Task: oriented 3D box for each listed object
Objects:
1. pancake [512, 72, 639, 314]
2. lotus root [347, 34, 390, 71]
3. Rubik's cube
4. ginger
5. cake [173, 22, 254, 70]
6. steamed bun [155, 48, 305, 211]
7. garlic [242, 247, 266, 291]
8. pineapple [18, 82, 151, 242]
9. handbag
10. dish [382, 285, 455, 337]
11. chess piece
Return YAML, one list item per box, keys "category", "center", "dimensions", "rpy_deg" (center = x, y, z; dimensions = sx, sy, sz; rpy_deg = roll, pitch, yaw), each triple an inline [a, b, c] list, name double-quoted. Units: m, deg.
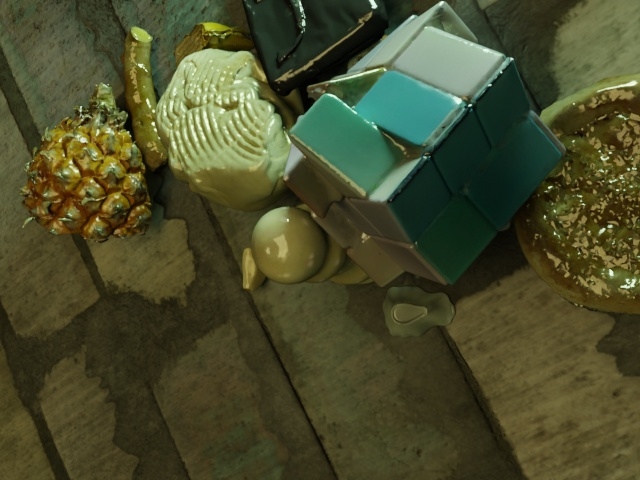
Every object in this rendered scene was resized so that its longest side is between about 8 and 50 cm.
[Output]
- category: "pancake"
  center: [0.459, -0.067, 1.318]
  dimensions: [0.382, 0.071, 0.382]
  rpy_deg: [0, 90, 32]
- category: "lotus root"
  center: [0.107, -0.296, 1.519]
  dimensions: [0.112, 0.081, 0.122]
  rpy_deg: [-37, 74, 19]
- category: "Rubik's cube"
  center: [0.147, -0.141, 1.335]
  dimensions: [0.387, 0.368, 0.358]
  rpy_deg: [-47, 109, -10]
- category: "ginger"
  center: [-0.359, -0.288, 1.801]
  dimensions: [0.118, 0.065, 0.299]
  rpy_deg: [-8, 87, 38]
- category: "cake"
  center: [-0.208, -0.380, 1.723]
  dimensions: [0.185, 0.116, 0.080]
  rpy_deg: [-39, 65, 60]
- category: "steamed bun"
  center: [-0.142, -0.186, 1.601]
  dimensions: [0.289, 0.203, 0.276]
  rpy_deg: [18, 76, 28]
- category: "garlic"
  center: [-0.127, 0.057, 1.685]
  dimensions: [0.041, 0.053, 0.083]
  rpy_deg: [0, 84, 33]
- category: "pineapple"
  center: [-0.510, -0.170, 1.773]
  dimensions: [0.344, 0.209, 0.286]
  rpy_deg: [22, 117, 35]
- category: "handbag"
  center: [-0.015, -0.402, 1.524]
  dimensions: [0.244, 0.088, 0.275]
  rpy_deg: [-30, 59, 18]
- category: "dish"
  center: [0.162, 0.124, 1.524]
  dimensions: [0.137, 0.039, 0.091]
  rpy_deg: [-7, 89, 32]
- category: "chess piece"
  center: [0.000, 0.000, 1.465]
  dimensions: [0.167, 0.299, 0.167]
  rpy_deg: [1, 92, 29]
